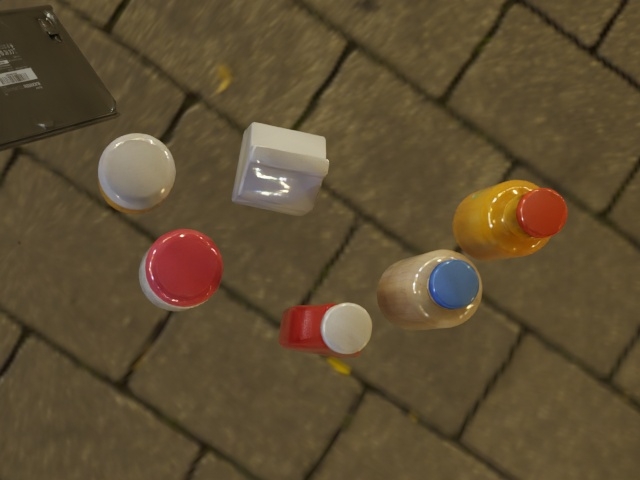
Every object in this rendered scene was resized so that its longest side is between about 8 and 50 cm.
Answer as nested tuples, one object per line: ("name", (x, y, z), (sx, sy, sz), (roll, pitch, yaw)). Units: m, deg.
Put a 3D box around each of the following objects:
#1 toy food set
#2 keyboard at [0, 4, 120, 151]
("toy food set", (0.000, 0.000, 0.778), (0.232, 0.104, 0.111), (12, 84, -9))
("keyboard", (-0.180, -0.096, 0.828), (0.023, 0.180, 0.108), (-35, 89, 21))
